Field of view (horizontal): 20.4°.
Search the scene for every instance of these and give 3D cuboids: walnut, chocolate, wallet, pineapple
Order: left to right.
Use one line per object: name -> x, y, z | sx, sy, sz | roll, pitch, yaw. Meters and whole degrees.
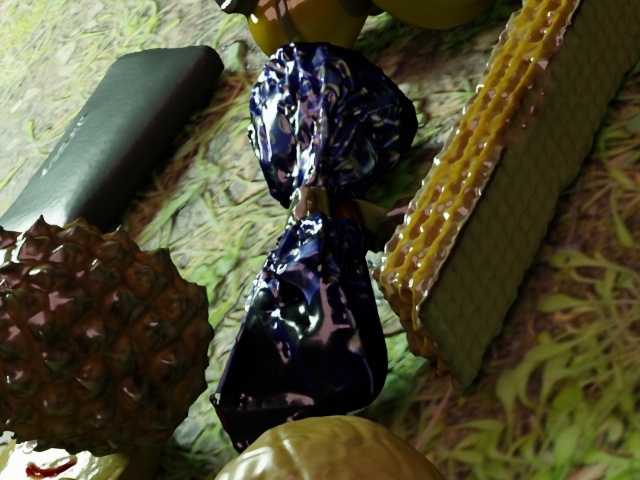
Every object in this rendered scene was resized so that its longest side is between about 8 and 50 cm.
pineapple -> -0.174, 0.062, 1.172 | 0.166, 0.193, 0.166 | -41, 36, 40
wallet -> -0.193, -0.074, 1.543 | 0.149, 0.044, 0.250 | 2, 50, 48
chocolate -> 0.001, 0.005, 1.201 | 0.148, 0.126, 0.343 | -10, 42, 15
walnut -> 0.011, 0.185, 0.952 | 0.159, 0.159, 0.206 | -32, 40, 9

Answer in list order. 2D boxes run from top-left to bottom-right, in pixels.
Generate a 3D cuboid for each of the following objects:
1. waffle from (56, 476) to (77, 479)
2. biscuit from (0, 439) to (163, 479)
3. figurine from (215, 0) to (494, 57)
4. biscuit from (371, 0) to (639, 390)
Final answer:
waffle -> -0.155, 0.244, 1.046 | 0.197, 0.070, 0.193 | -61, 38, 18
biscuit -> -0.190, 0.192, 1.233 | 0.184, 0.035, 0.248 | -7, 44, 37
figurine -> 0.050, -0.230, 1.402 | 0.257, 0.192, 0.167 | -44, 54, 34
biscuit -> 0.139, -0.072, 1.193 | 0.054, 0.094, 0.378 | 4, 52, 37
